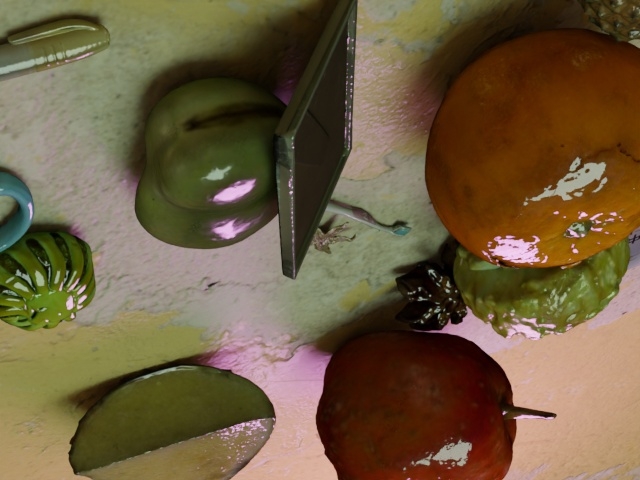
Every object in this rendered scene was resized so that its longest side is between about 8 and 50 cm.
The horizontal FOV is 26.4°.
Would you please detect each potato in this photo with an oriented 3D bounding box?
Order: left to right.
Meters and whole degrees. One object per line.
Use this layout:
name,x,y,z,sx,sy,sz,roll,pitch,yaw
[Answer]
potato,-0.210,0.276,1.832,0.269,0.112,0.255,-12,151,-16

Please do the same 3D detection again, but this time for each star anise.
star anise,0.174,0.041,1.794,0.177,0.073,0.234,-27,142,-15

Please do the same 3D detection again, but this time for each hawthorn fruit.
hawthorn fruit,0.164,0.250,1.876,0.330,0.287,0.287,-9,157,25

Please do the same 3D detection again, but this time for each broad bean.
broad bean,-0.102,-0.073,1.381,0.189,0.121,0.263,-24,165,-13

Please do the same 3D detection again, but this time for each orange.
orange,0.245,-0.099,1.464,0.283,0.226,0.284,-17,152,-9

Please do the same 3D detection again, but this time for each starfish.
starfish,0.000,0.000,1.647,0.092,0.016,0.086,-10,151,-13

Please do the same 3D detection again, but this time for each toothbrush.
toothbrush,0.044,-0.027,1.636,0.022,0.017,0.204,-31,152,30

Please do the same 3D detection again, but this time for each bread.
bread,-0.298,0.047,1.444,0.130,0.071,0.139,-24,151,-11

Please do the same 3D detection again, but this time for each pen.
pen,-0.295,-0.151,1.174,0.233,0.032,0.040,-17,126,-14

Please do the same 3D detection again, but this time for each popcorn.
popcorn,0.271,0.016,1.661,0.221,0.204,0.184,-50,140,-23

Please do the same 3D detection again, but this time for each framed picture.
framed picture,0.001,-0.097,1.361,0.023,0.189,0.260,17,150,11

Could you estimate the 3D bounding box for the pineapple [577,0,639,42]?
pineapple,0.277,-0.289,1.306,0.128,0.128,0.248,-35,145,16

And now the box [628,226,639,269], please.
box,0.404,-0.039,1.840,0.155,0.067,0.243,-18,149,-10

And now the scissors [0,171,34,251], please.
scissors,-0.491,0.047,1.334,0.447,0.029,0.192,-32,149,9
